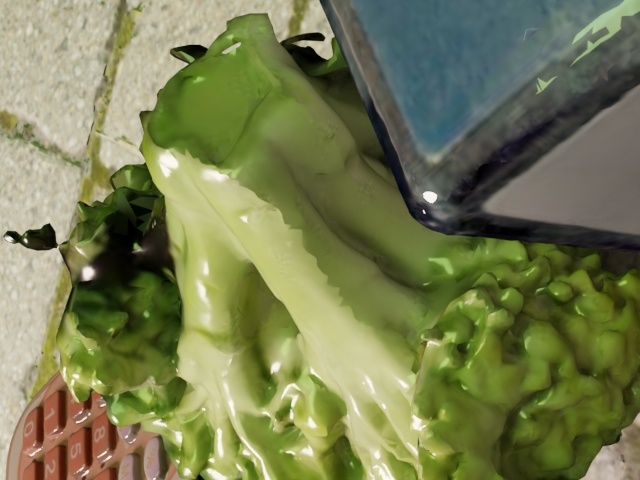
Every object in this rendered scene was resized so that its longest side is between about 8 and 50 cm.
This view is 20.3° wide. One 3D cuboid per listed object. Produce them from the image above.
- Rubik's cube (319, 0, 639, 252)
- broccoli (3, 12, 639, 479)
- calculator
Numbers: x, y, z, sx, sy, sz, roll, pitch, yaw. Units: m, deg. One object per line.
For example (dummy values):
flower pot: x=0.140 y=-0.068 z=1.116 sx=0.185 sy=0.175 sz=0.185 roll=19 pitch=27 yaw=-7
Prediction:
Rubik's cube: x=0.182 y=-0.197 z=0.734 sx=0.313 sy=0.318 sz=0.316 roll=-39 pitch=63 yaw=34
broccoli: x=-0.003 y=0.010 z=0.885 sx=0.293 sy=0.281 sz=0.348 roll=-25 pitch=51 yaw=7
calculator: x=-0.106 y=0.135 z=1.140 sx=0.329 sy=0.048 sz=0.220 roll=-32 pitch=49 yaw=33
